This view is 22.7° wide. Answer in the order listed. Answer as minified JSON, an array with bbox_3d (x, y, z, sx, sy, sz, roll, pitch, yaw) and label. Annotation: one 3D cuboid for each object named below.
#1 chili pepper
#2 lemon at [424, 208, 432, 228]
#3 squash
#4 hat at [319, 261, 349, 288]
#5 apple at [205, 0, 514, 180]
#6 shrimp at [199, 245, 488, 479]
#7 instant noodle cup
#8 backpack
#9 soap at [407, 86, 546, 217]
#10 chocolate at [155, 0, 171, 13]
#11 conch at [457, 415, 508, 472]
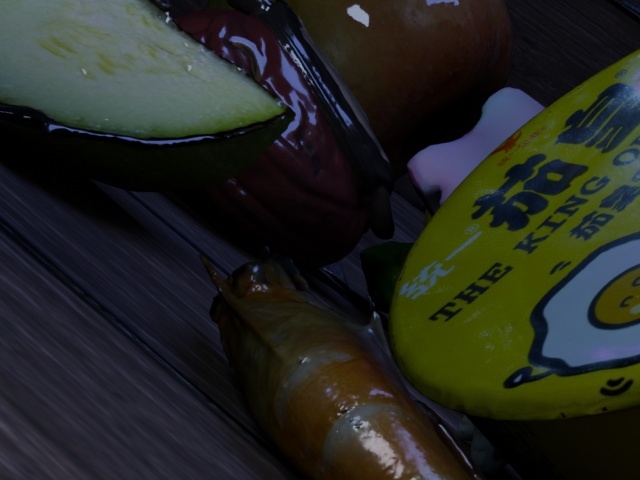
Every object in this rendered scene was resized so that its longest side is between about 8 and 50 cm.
[{"bbox_3d":[0.088,0.052,1.169,0.100,0.074,0.257,52,0,-25],"label":"chili pepper"},{"bbox_3d":[0.233,0.010,1.560,0.260,0.260,0.284,41,9,32],"label":"lemon"},{"bbox_3d":[-0.141,-0.072,0.866,0.192,0.085,0.184,37,33,25],"label":"squash"},{"bbox_3d":[0.002,0.000,1.234,0.058,0.042,0.087,33,7,-37],"label":"hat"},{"bbox_3d":[0.038,-0.230,1.822,0.305,0.338,0.338,53,10,17],"label":"apple"},{"bbox_3d":[0.021,0.075,0.648,0.150,0.068,0.248,50,0,-45],"label":"shrimp"},{"bbox_3d":[0.231,0.062,0.769,0.254,0.325,0.325,57,-2,-21],"label":"instant noodle cup"},{"bbox_3d":[-0.047,-0.076,1.128,0.229,0.139,0.229,51,15,-18],"label":"backpack"},{"bbox_3d":[0.201,0.060,1.173,0.193,0.109,0.324,49,-7,46],"label":"soap"},{"bbox_3d":[-0.247,-0.267,1.634,0.148,0.093,0.214,36,6,-30],"label":"chocolate"},{"bbox_3d":[0.134,0.099,0.949,0.234,0.137,0.114,45,-22,-8],"label":"conch"}]
